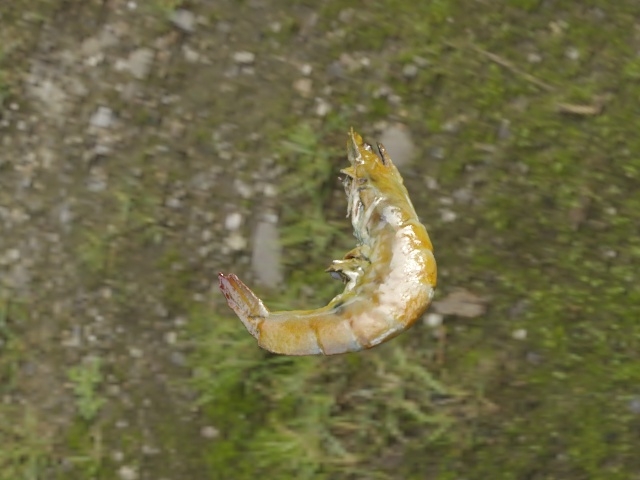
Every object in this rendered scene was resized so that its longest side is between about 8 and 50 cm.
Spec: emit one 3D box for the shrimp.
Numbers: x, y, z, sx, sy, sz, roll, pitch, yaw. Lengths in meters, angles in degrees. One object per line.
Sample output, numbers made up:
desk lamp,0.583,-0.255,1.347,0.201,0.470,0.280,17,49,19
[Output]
shrimp,0.000,0.000,0.655,0.083,0.023,0.114,-16,45,7
